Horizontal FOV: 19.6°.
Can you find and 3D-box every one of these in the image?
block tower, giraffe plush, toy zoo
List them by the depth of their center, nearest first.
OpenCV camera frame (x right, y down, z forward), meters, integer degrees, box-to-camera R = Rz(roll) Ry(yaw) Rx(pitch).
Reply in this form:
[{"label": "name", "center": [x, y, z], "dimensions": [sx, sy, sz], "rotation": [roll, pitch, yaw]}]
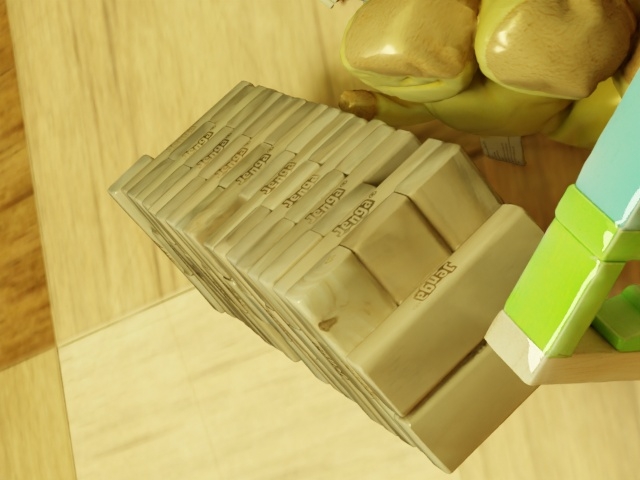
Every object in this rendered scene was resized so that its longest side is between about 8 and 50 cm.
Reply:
[{"label": "toy zoo", "center": [0.193, -0.073, 0.655], "dimensions": [0.030, 0.192, 0.293], "rotation": [48, 122, 37]}, {"label": "giraffe plush", "center": [0.103, -0.132, 0.809], "dimensions": [0.210, 0.181, 0.170], "rotation": [147, 133, -81]}, {"label": "block tower", "center": [0.000, 0.000, 0.843], "dimensions": [0.097, 0.091, 0.335], "rotation": [-43, 20, -9]}]

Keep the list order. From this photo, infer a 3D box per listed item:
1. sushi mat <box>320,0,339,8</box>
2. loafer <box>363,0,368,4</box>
[{"label": "sushi mat", "center": [-0.081, -0.270, 0.993], "dimensions": [0.316, 0.019, 0.151], "rotation": [37, 121, 12]}, {"label": "loafer", "center": [-0.013, -0.218, 0.921], "dimensions": [0.087, 0.094, 0.251], "rotation": [-43, 95, 10]}]
